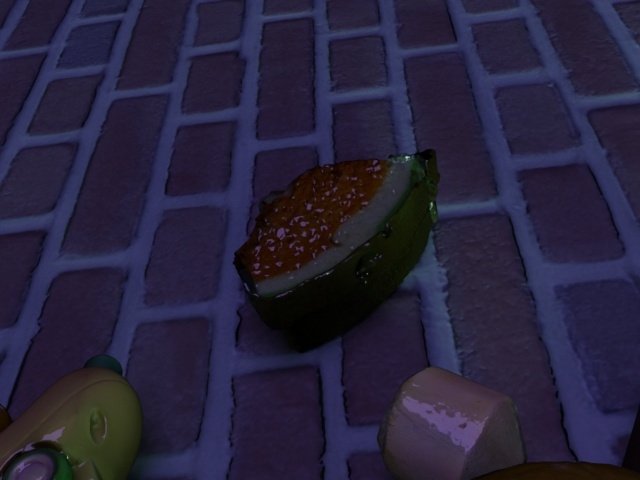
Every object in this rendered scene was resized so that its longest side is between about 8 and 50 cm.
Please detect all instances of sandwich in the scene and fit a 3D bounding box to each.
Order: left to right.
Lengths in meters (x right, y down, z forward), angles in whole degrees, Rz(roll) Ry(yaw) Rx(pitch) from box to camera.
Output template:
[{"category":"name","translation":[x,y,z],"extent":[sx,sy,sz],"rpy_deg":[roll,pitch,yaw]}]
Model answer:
[{"category":"sandwich","translation":[0.003,0.008,0.918],"extent":[0.212,0.109,0.292],"rpy_deg":[6,41,27]}]

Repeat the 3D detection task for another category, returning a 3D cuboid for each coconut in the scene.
[{"category":"coconut","translation":[0.123,0.179,0.697],"extent":[0.122,0.116,0.116],"rpy_deg":[25,53,31]}]

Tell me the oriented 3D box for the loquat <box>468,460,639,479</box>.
[{"category":"loquat","translation":[0.145,0.256,0.497],"extent":[0.263,0.263,0.263],"rpy_deg":[-6,42,5]}]

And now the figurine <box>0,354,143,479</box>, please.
[{"category":"figurine","translation":[-0.319,0.222,0.734],"extent":[0.325,0.124,0.222],"rpy_deg":[-27,44,-12]}]

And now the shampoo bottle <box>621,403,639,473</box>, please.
[{"category":"shampoo bottle","translation":[0.294,0.198,0.673],"extent":[0.068,0.067,0.236],"rpy_deg":[5,44,30]}]
